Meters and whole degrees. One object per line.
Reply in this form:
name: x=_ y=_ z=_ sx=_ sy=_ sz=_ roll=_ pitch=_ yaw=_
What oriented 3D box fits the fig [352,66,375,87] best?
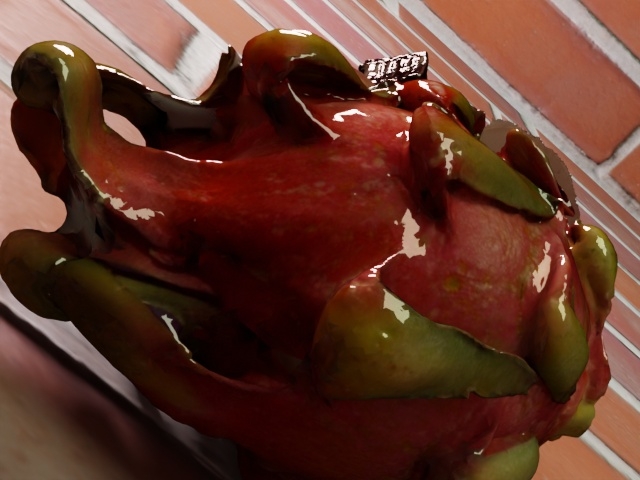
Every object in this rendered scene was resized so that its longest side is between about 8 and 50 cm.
fig: x=0.004 y=-0.010 z=0.778 sx=0.231 sy=0.160 sz=0.143 roll=53 pitch=35 yaw=-3

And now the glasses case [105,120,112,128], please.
glasses case: x=-0.152 y=-0.073 z=0.766 sx=0.083 sy=0.021 sz=0.032 roll=49 pitch=17 yaw=16

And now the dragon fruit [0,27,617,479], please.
dragon fruit: x=-0.003 y=0.018 z=0.591 sx=0.307 sy=0.227 sz=0.243 roll=34 pitch=13 yaw=14

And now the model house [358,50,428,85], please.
model house: x=0.076 y=-0.063 z=0.988 sx=0.141 sy=0.203 sz=0.164 roll=7 pitch=58 yaw=-8

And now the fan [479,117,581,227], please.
fan: x=0.101 y=0.083 z=0.682 sx=0.009 sy=0.191 sz=0.329 roll=13 pitch=56 yaw=-31
